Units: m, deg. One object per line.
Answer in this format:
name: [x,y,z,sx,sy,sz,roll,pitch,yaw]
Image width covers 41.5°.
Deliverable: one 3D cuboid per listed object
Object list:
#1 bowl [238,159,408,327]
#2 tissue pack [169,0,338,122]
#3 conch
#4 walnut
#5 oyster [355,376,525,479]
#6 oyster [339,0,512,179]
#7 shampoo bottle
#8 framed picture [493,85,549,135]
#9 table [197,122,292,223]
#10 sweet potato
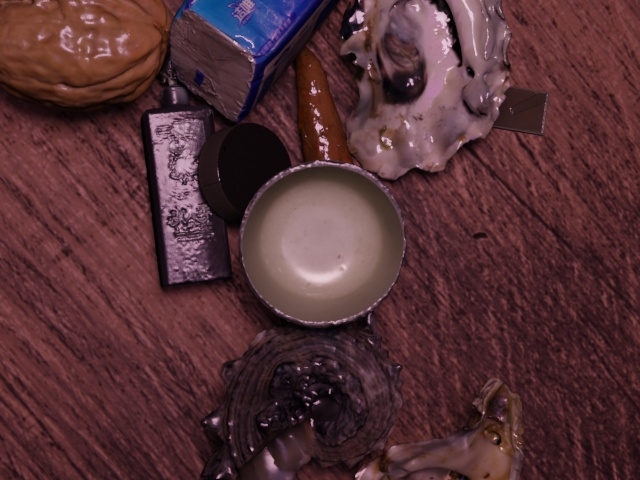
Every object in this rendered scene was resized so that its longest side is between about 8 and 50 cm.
bowl: [0.000,0.000,1.093,0.212,0.112,0.211,0,95,-4]
tissue pack: [-0.066,-0.309,1.075,0.137,0.209,0.269,35,72,0]
conch: [-0.022,0.224,1.125,0.313,0.186,0.240,-35,108,-24]
walnut: [-0.308,-0.257,1.059,0.245,0.198,0.198,5,88,3]
oyster: [0.170,0.343,1.175,0.271,0.100,0.275,-16,104,-6]
oyster: [0.140,-0.267,1.178,0.238,0.115,0.351,-7,85,0]
shampoo bottle: [-0.186,-0.095,1.145,0.098,0.071,0.309,-7,88,-11]
framed picture: [0.292,-0.193,1.245,0.089,0.007,0.066,7,88,-8]
table: [-0.099,-0.090,1.134,0.134,0.043,0.133,8,78,-44]
sweet potato: [0.003,-0.128,1.175,0.072,0.066,0.314,-19,90,-25]
